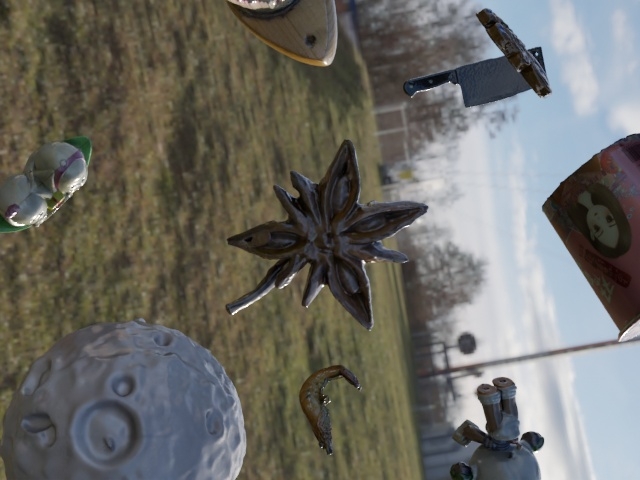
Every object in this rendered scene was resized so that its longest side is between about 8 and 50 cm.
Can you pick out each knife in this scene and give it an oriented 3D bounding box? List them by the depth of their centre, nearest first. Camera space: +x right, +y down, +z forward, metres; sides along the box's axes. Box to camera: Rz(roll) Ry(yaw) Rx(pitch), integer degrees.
[{"bbox_3d":[0.254,-0.256,1.594,0.019,0.245,0.072,-139,-144,-78],"label":"knife"}]

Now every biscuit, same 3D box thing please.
[{"bbox_3d":[0.269,-0.255,1.327,0.175,0.026,0.124,29,30,-51],"label":"biscuit"}]

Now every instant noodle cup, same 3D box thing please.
[{"bbox_3d":[0.470,-0.011,1.434,0.231,0.243,0.243,56,-7,20],"label":"instant noodle cup"}]

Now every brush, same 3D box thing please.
[{"bbox_3d":[-0.065,-0.401,1.591,0.267,0.174,0.166,54,11,-1],"label":"brush"}]

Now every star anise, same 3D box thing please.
[{"bbox_3d":[0.002,0.001,1.627,0.109,0.292,0.350,-37,149,-79],"label":"star anise"}]

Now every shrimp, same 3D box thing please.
[{"bbox_3d":[0.015,0.225,1.305,0.025,0.091,0.127,47,26,-49],"label":"shrimp"}]

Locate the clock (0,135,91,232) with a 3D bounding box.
[{"bbox_3d":[-0.492,-0.099,1.723,0.103,0.231,0.144,45,-9,-14],"label":"clock"}]

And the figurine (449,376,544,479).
[{"bbox_3d":[0.231,0.273,1.266,0.093,0.147,0.197,5,-71,64],"label":"figurine"}]

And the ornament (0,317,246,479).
[{"bbox_3d":[-0.271,0.275,1.349,0.337,0.336,0.337,-10,90,-88],"label":"ornament"}]
